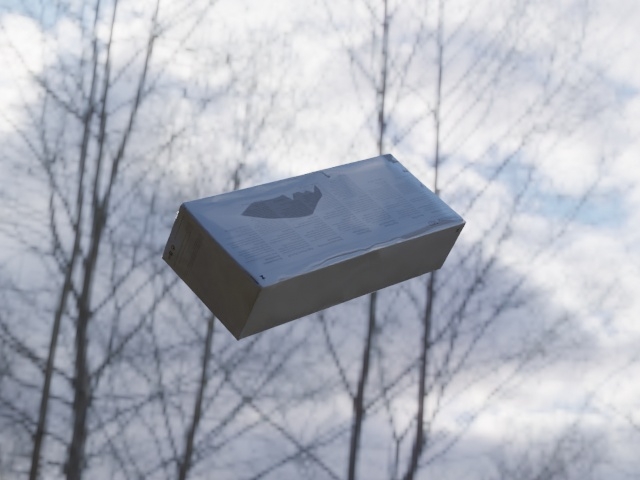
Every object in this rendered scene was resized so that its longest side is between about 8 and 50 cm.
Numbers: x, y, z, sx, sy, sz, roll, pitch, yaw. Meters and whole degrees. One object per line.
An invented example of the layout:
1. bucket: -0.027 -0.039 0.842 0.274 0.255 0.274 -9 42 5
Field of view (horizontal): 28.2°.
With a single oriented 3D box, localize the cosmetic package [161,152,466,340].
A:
1. cosmetic package: 0.000 0.000 1.004 0.239 0.099 0.060 -16 -40 -44
